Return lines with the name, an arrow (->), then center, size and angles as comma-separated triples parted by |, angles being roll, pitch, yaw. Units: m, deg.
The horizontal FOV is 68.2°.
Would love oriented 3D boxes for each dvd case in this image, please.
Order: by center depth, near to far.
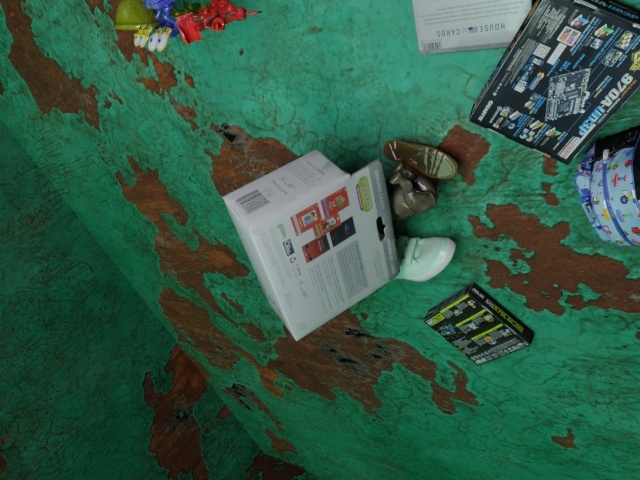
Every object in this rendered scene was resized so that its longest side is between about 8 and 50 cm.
dvd case -> 0.210, -0.393, 0.673 | 0.179, 0.029, 0.238 | 10, 134, 34

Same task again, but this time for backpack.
backpack -> 0.445, -0.062, 0.683 | 0.117, 0.173, 0.158 | -17, 116, 48

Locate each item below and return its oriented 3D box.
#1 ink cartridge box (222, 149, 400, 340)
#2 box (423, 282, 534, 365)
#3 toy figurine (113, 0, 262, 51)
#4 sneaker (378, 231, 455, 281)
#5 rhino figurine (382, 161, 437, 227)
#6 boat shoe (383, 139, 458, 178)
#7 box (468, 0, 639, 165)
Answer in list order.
ink cartridge box -> 0.000, 0.000, 0.930 | 0.130, 0.272, 0.309 | 44, 158, 46
box -> 0.370, 0.206, 1.128 | 0.184, 0.045, 0.190 | 41, 144, 3
toy figurine -> -0.281, -0.477, 0.814 | 0.362, 0.191, 0.217 | 36, 150, 48
sneaker -> 0.163, 0.021, 1.050 | 0.151, 0.094, 0.256 | 35, 150, -26
rhino figurine -> 0.152, -0.081, 0.970 | 0.106, 0.073, 0.243 | 35, 163, -9
boat shoe -> 0.196, -0.162, 0.904 | 0.152, 0.049, 0.056 | 27, 123, 24
box -> 0.344, -0.231, 0.677 | 0.175, 0.051, 0.220 | 24, 142, 3
